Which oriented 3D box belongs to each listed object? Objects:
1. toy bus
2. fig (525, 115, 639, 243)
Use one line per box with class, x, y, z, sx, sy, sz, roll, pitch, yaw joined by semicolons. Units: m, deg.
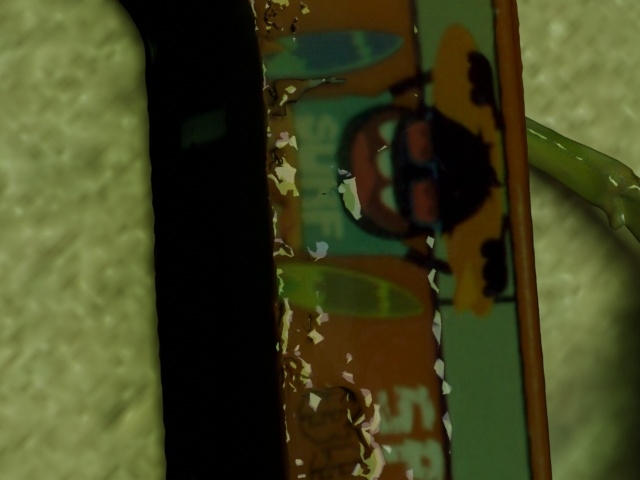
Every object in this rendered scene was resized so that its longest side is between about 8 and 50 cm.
toy bus;0.000;0.000;0.401;0.092;0.093;0.409;-1;84;-23
fig;0.141;0.047;0.427;0.257;0.159;0.159;42;73;12
